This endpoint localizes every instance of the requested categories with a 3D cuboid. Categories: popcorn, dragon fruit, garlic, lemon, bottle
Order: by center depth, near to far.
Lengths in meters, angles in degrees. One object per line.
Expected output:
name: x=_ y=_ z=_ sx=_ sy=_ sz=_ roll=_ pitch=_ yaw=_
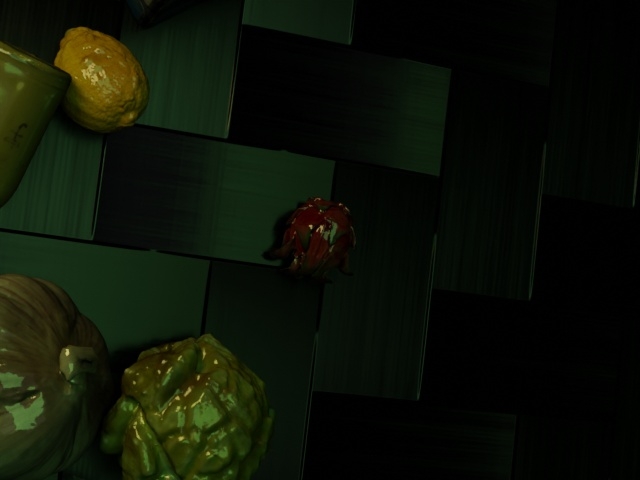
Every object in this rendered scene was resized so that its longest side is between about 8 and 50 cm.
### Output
garlic: x=-0.433 y=0.201 z=1.787 sx=0.241 sy=0.322 sz=0.321 roll=2 pitch=86 yaw=5
bottle: x=-0.520 y=-0.126 z=1.795 sx=0.172 sy=0.171 sz=0.351 roll=27 pitch=94 yaw=-16
popcorn: x=-0.198 y=0.282 z=1.862 sx=0.247 sy=0.282 sz=0.282 roll=37 pitch=75 yaw=5
lemon: x=-0.348 y=-0.250 z=1.903 sx=0.142 sy=0.142 sz=0.187 roll=-32 pitch=83 yaw=-18
dragon fruit: x=-0.004 y=-0.002 z=2.032 sx=0.121 sy=0.130 sz=0.142 roll=13 pitch=80 yaw=-52

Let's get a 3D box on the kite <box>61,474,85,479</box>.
kite: x=-0.284 y=0.425 z=1.810 sx=0.015 sy=0.310 sz=0.169 roll=-32 pitch=105 yaw=-42

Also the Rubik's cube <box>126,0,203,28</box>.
Rubik's cube: x=-0.184 y=-0.572 z=1.871 sx=0.363 sy=0.362 sz=0.358 roll=-28 pitch=94 yaw=-20
